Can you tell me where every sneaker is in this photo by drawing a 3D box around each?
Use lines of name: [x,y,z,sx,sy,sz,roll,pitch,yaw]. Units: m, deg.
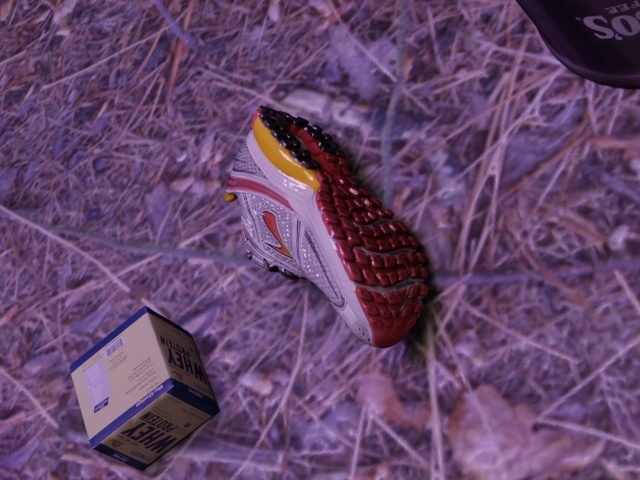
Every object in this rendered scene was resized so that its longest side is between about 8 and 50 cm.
sneaker: [0.000,0.000,0.871,0.092,0.088,0.225,-57,42,24]

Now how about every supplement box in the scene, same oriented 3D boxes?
supplement box: [-0.135,0.113,0.911,0.083,0.056,0.083,-38,48,13]

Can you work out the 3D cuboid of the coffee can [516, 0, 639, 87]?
coffee can: [0.169,-0.251,0.742,0.202,0.275,0.201,-19,55,29]
